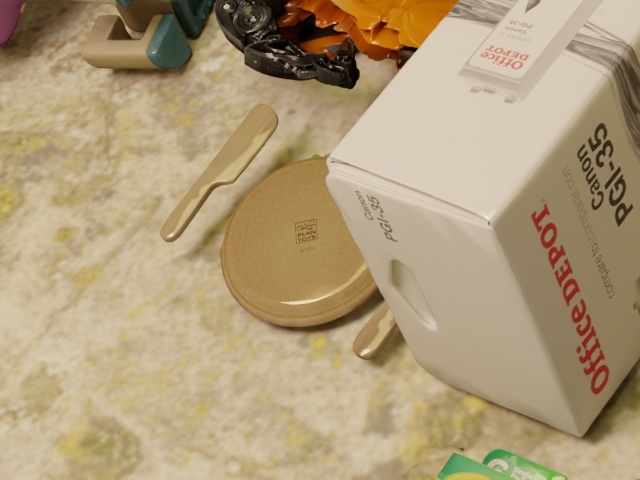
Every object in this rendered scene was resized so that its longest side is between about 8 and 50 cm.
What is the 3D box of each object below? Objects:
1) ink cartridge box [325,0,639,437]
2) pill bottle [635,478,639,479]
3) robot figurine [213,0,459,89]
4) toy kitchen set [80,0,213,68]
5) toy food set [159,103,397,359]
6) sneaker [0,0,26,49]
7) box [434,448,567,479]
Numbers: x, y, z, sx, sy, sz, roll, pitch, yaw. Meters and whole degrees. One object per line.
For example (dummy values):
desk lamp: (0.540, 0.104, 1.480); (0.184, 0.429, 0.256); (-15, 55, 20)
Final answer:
ink cartridge box: (0.155, -0.062, 0.986); (0.117, 0.207, 0.283); (23, 64, 37)
pill bottle: (0.180, 0.178, 0.801); (0.272, 0.152, 0.152); (-20, 47, 0)
robot figurine: (0.071, -0.163, 1.190); (0.291, 0.085, 0.211); (19, 61, 33)
toy kitchen set: (-0.104, -0.240, 1.270); (0.122, 0.166, 0.207); (2, 54, 24)
toy food set: (0.000, 0.000, 1.122); (0.192, 0.038, 0.132); (31, 75, 33)
sneaker: (-0.241, -0.240, 1.374); (0.102, 0.161, 0.282); (26, 29, 5)
box: (0.082, 0.189, 0.921); (0.105, 0.043, 0.179); (21, 61, 34)
